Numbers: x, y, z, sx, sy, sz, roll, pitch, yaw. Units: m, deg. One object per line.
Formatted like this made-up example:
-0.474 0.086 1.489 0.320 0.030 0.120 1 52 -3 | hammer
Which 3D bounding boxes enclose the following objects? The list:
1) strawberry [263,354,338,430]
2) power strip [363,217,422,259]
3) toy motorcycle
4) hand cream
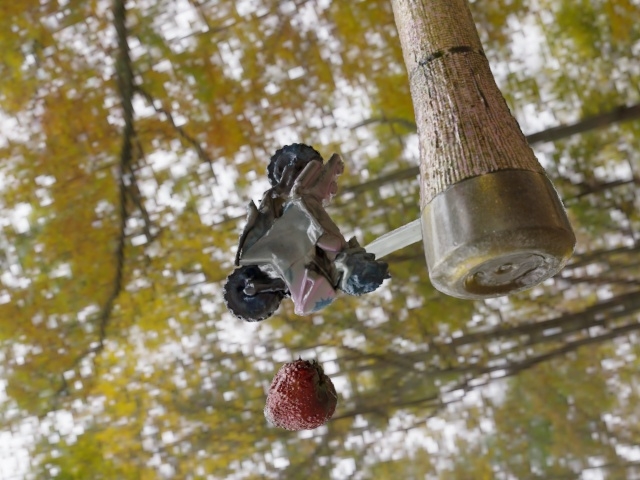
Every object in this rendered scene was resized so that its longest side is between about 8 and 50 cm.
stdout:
-0.029 0.210 1.735 0.106 0.106 0.106 31 -129 -48 | strawberry
0.156 -0.012 2.267 0.081 0.192 0.035 -27 -90 -51 | power strip
0.001 0.002 1.623 0.108 0.204 0.239 22 -98 -73 | toy motorcycle
0.081 -0.069 0.755 0.084 0.084 0.203 23 -133 -52 | hand cream
